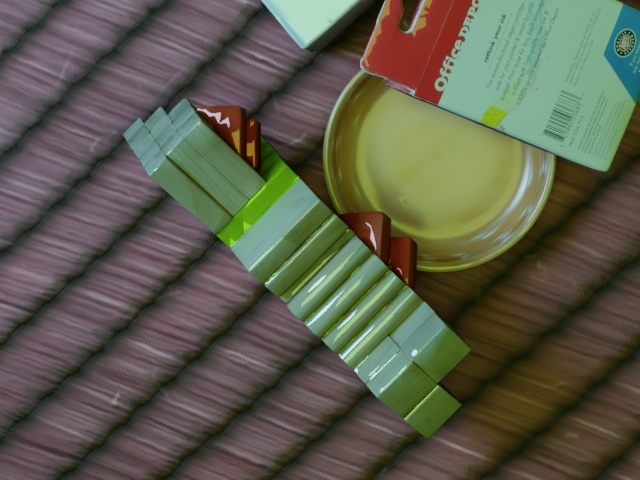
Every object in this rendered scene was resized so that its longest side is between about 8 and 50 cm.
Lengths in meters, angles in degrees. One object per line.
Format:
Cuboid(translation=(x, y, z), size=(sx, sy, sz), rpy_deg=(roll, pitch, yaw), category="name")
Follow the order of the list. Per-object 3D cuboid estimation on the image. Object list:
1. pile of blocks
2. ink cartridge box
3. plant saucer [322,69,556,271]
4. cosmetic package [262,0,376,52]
Cuboid(translation=(0.000, 0.000, 1.529), size=(0.112, 0.149, 0.362), rpy_deg=(-45, 95, 3), category="pile of blocks")
Cuboid(translation=(0.146, -0.159, 1.464), size=(0.231, 0.078, 0.134), rpy_deg=(21, 95, -18), category="ink cartridge box")
Cuboid(translation=(0.102, -0.073, 1.563), size=(0.200, 0.037, 0.200), rpy_deg=(1, 96, 6), category="plant saucer")
Cuboid(translation=(0.051, -0.262, 1.512), size=(0.231, 0.117, 0.085), rpy_deg=(-40, 90, 6), category="cosmetic package")
